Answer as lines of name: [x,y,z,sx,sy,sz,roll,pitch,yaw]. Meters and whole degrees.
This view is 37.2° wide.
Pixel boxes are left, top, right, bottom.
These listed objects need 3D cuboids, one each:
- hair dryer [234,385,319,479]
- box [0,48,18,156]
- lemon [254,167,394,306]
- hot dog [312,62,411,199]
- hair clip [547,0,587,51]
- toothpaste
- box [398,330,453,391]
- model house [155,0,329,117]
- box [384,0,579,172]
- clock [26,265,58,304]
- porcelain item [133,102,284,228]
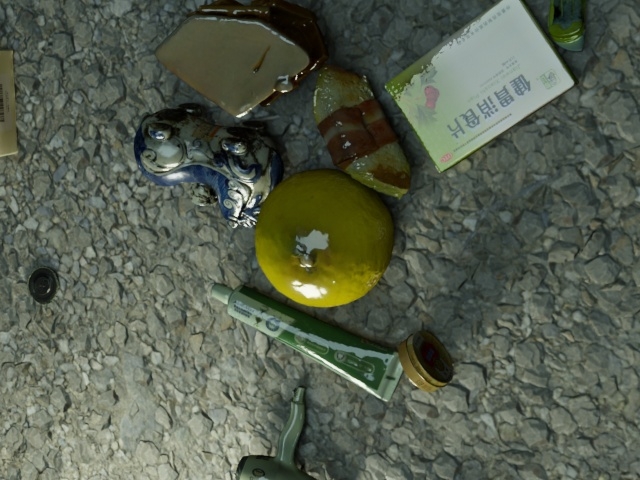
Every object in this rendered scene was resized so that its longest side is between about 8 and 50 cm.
hair dryer: [-0.021,0.421,1.784,0.219,0.088,0.225,37,97,4]
box: [-0.701,-0.277,1.900,0.168,0.095,0.212,4,102,19]
lemon: [0.000,0.000,1.601,0.240,0.219,0.241,4,103,17]
hot dog: [0.063,-0.174,1.596,0.262,0.123,0.093,67,151,16]
hair clip: [0.380,-0.384,1.470,0.060,0.033,0.189,0,92,29]
toothpaste: [-0.031,0.167,1.734,0.392,0.061,0.099,25,108,13]
box: [0.181,0.207,1.629,0.037,0.105,0.106,-39,85,31]
model house: [-0.116,-0.328,1.578,0.219,0.229,0.199,44,117,-11]
box: [0.256,-0.252,1.531,0.260,0.062,0.175,-33,87,24]
clock: [-0.573,0.092,1.965,0.074,0.010,0.083,43,113,10]
porcelain item: [-0.201,-0.133,1.716,0.287,0.138,0.186,14,123,15]
